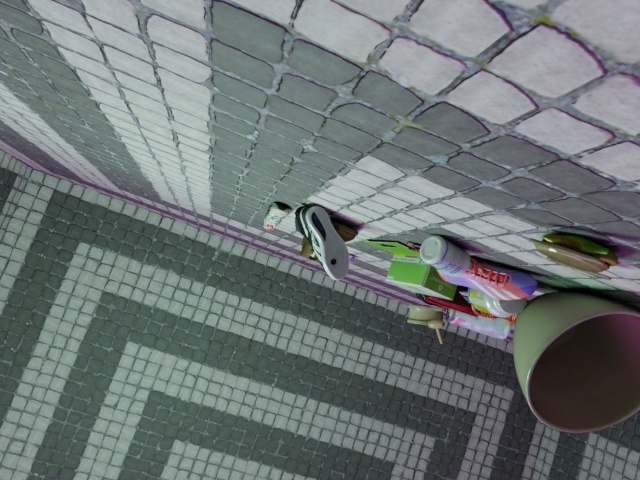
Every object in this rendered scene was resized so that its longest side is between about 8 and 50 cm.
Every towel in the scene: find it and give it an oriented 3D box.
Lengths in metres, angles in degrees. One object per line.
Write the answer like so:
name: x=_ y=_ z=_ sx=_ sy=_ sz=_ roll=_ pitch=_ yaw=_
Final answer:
towel: x=0.457 y=0.202 z=1.821 sx=0.199 sy=0.031 sz=0.275 roll=18 pitch=-170 yaw=-3

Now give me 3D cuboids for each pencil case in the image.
pencil case: x=0.675 y=0.328 z=2.118 sx=0.273 sy=0.124 sz=0.113 roll=20 pitch=-144 yaw=5

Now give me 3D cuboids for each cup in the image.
cup: x=0.609 y=0.256 z=1.206 sx=0.331 sy=0.331 sz=0.237 roll=21 pitch=-161 yaw=-13

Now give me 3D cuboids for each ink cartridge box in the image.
ink cartridge box: x=0.261 y=0.087 z=1.495 sx=0.255 sy=0.097 sz=0.189 roll=22 pitch=172 yaw=-26

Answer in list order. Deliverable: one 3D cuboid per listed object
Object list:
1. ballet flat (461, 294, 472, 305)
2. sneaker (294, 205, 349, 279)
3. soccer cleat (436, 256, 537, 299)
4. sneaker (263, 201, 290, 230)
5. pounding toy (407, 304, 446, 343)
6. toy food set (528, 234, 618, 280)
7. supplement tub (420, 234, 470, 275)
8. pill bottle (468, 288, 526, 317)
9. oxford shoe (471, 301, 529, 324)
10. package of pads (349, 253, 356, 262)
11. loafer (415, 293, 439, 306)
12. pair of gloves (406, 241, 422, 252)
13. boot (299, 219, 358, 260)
ballet flat: x=0.614 y=0.268 z=2.003 sx=0.188 sy=0.070 sz=0.070 roll=10 pitch=169 yaw=38
sneaker: x=0.000 y=0.000 z=1.341 sx=0.121 sy=0.079 sz=0.217 roll=15 pitch=131 yaw=60
soccer cleat: x=0.402 y=0.085 z=1.226 sx=0.248 sy=0.083 sz=0.095 roll=13 pitch=158 yaw=38
sneaker: x=-0.134 y=-0.065 z=1.470 sx=0.057 sy=0.075 sz=0.161 roll=21 pitch=172 yaw=-15
pounding toy: x=0.452 y=0.355 z=2.117 sx=0.154 sy=0.154 sz=0.269 roll=4 pitch=174 yaw=16
toy food set: x=0.436 y=0.019 z=0.847 sx=0.132 sy=0.038 sz=0.192 roll=23 pitch=-179 yaw=34
supplement tub: x=0.291 y=0.036 z=1.157 sx=0.107 sy=0.071 sz=0.071 roll=25 pitch=171 yaw=-33
pill bottle: x=0.478 y=0.152 z=1.337 sx=0.103 sy=0.103 sz=0.184 roll=20 pitch=178 yaw=-3
oxford shoe: x=0.649 y=0.228 z=1.654 sx=0.271 sy=0.097 sz=0.098 roll=17 pitch=-163 yaw=18
package of pads: x=0.110 y=0.072 z=1.996 sx=0.050 sy=0.032 sz=0.083 roll=19 pitch=172 yaw=-7
loafer: x=0.478 y=0.249 z=2.167 sx=0.223 sy=0.076 sz=0.078 roll=21 pitch=165 yaw=-41
pair of gloves: x=0.272 y=0.023 z=1.341 sx=0.074 sy=0.010 sz=0.083 roll=16 pitch=169 yaw=19
boot: x=0.019 y=0.005 z=1.457 sx=0.112 sy=0.115 sz=0.305 roll=26 pitch=168 yaw=-17
